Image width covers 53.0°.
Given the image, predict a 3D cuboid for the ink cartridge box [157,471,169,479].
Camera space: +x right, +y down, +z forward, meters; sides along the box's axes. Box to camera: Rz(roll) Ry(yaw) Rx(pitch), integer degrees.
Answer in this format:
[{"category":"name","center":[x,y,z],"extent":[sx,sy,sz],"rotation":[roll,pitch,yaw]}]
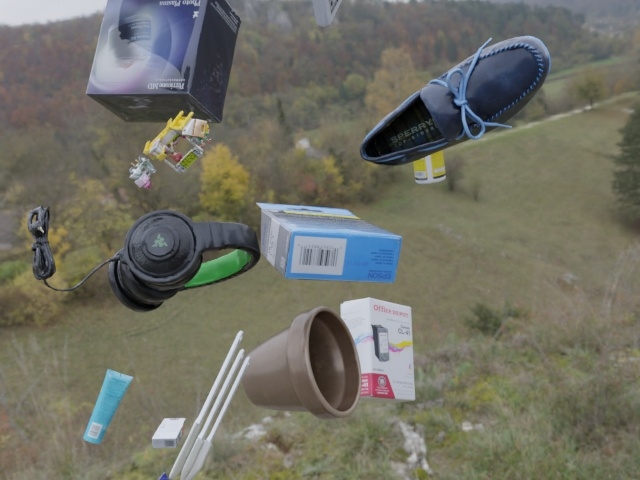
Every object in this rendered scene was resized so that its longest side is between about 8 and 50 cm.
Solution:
[{"category":"ink cartridge box","center":[-0.215,0.506,0.999],"extent":[0.045,0.223,0.224],"rotation":[-30,10,18]}]

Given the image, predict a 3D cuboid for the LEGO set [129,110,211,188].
[{"category":"LEGO set","center":[-0.305,-0.208,1.446],"extent":[0.287,0.107,0.132],"rotation":[-24,39,40]}]

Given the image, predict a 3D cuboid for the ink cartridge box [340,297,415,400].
[{"category":"ink cartridge box","center":[0.182,0.352,2.039],"extent":[0.226,0.306,0.131],"rotation":[17,-24,-42]}]

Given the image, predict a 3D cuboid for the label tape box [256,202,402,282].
[{"category":"label tape box","center":[0.000,0.000,1.427],"extent":[0.241,0.105,0.334],"rotation":[4,11,-18]}]

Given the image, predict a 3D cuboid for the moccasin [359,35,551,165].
[{"category":"moccasin","center":[0.211,-0.201,1.045],"extent":[0.342,0.137,0.117],"rotation":[-34,-2,38]}]

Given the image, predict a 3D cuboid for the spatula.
[{"category":"spatula","center":[-0.172,0.272,1.024],"extent":[0.019,0.168,0.242],"rotation":[18,63,11]}]

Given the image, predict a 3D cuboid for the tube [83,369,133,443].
[{"category":"tube","center":[-0.626,0.486,1.878],"extent":[0.080,0.207,0.052],"rotation":[28,-11,-35]}]

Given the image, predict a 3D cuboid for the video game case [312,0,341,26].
[{"category":"video game case","center":[0.029,-0.693,1.411],"extent":[0.036,0.300,0.329],"rotation":[8,54,18]}]

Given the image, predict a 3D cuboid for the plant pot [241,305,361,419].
[{"category":"plant pot","center":[-0.058,0.313,1.545],"extent":[0.229,0.263,0.263],"rotation":[-20,11,26]}]

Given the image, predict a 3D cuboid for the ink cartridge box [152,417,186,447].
[{"category":"ink cartridge box","center":[-0.391,0.500,1.671],"extent":[0.063,0.029,0.115],"rotation":[-1,10,2]}]

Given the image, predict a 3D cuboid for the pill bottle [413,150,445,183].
[{"category":"pill bottle","center":[0.224,-0.181,1.346],"extent":[0.065,0.116,0.065],"rotation":[-9,15,2]}]

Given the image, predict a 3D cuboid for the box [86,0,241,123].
[{"category":"box","center":[-0.385,-0.460,1.600],"extent":[0.297,0.293,0.183],"rotation":[4,-11,20]}]

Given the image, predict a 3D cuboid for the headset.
[{"category":"headset","center":[-0.305,0.015,1.152],"extent":[0.394,0.185,0.243],"rotation":[-5,-20,-33]}]
